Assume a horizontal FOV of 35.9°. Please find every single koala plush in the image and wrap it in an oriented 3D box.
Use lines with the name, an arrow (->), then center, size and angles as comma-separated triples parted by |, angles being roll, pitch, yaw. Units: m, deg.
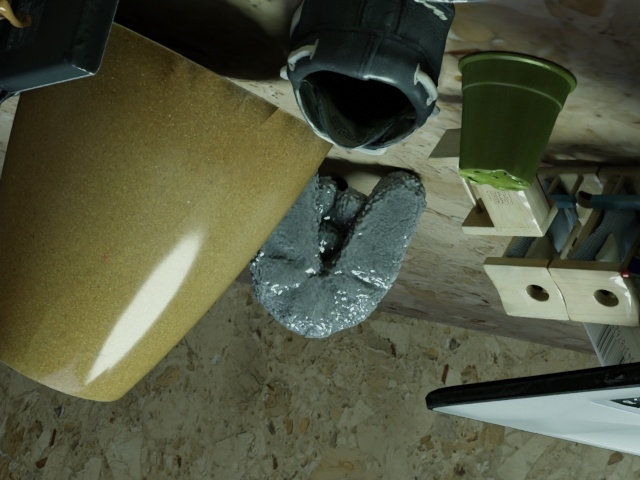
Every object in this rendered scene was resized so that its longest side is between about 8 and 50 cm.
koala plush -> 0.000, 0.000, 1.160 | 0.196, 0.203, 0.221 | 14, -176, -5

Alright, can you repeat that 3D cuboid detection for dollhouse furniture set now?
dollhouse furniture set -> 0.203, -0.041, 0.813 | 0.129, 0.129, 0.184 | 3, 136, 41

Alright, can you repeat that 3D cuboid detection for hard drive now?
hard drive -> -0.169, -0.147, 0.636 | 0.022, 0.094, 0.135 | 20, 170, -36

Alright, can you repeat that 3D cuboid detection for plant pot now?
plant pot -> 0.129, -0.078, 0.687 | 0.083, 0.079, 0.083 | 13, 172, 2
plant pot -> -0.153, -0.017, 0.758 | 0.237, 0.254, 0.237 | 28, -178, -1

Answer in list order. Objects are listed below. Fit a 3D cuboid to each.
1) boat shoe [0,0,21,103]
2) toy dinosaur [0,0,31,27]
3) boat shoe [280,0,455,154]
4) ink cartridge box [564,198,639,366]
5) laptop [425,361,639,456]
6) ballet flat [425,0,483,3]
boat shoe -> -0.284, -0.153, 0.777 | 0.116, 0.099, 0.319 | 14, 172, -9
toy dinosaur -> -0.221, -0.175, 0.579 | 0.064, 0.112, 0.212 | 47, 158, 45
boat shoe -> 0.023, -0.104, 0.634 | 0.114, 0.091, 0.302 | 12, 172, 6
ink cartridge box -> 0.387, 0.085, 0.910 | 0.307, 0.072, 0.304 | 16, -153, -11
laptop -> 0.323, 0.204, 0.516 | 0.381, 0.236, 0.408 | 19, 157, -34
ballet flat -> 0.005, -0.152, 0.450 | 0.203, 0.074, 0.074 | 7, 172, 0
